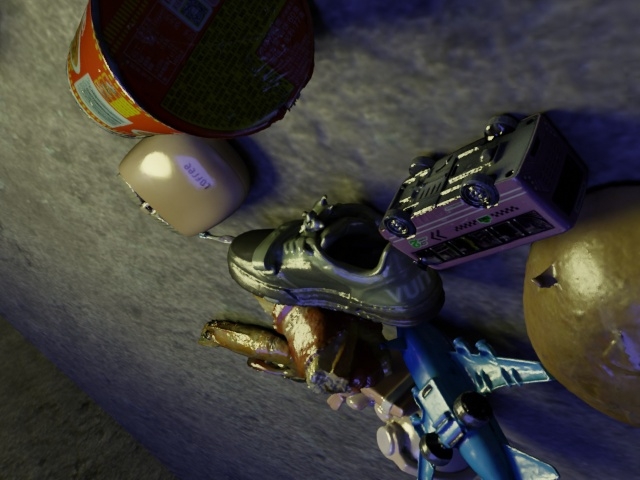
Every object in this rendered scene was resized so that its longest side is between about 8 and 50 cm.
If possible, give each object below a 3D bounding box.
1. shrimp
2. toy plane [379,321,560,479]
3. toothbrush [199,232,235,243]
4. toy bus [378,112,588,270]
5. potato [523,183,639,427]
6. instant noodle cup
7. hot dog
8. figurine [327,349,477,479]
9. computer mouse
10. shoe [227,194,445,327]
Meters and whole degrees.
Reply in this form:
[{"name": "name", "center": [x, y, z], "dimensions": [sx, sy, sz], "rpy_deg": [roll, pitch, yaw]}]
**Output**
[{"name": "shrimp", "center": [-0.108, 0.205, 1.227], "dimensions": [0.253, 0.058, 0.173], "rpy_deg": [5, 147, 38]}, {"name": "toy plane", "center": [0.160, 0.193, 0.801], "dimensions": [0.271, 0.105, 0.254], "rpy_deg": [53, 130, 30]}, {"name": "toothbrush", "center": [-0.135, 0.000, 0.997], "dimensions": [0.132, 0.011, 0.013], "rpy_deg": [11, 163, 35]}, {"name": "toy bus", "center": [0.139, -0.033, 0.602], "dimensions": [0.098, 0.086, 0.178], "rpy_deg": [39, 148, -19]}, {"name": "potato", "center": [0.285, 0.086, 0.610], "dimensions": [0.239, 0.116, 0.299], "rpy_deg": [24, 147, 27]}, {"name": "instant noodle cup", "center": [-0.140, -0.171, 0.616], "dimensions": [0.193, 0.193, 0.212], "rpy_deg": [49, 156, -23]}, {"name": "hot dog", "center": [0.009, 0.103, 0.870], "dimensions": [0.213, 0.146, 0.103], "rpy_deg": [53, 128, 24]}, {"name": "figurine", "center": [0.133, 0.251, 0.941], "dimensions": [0.237, 0.163, 0.141], "rpy_deg": [35, 133, 21]}, {"name": "computer mouse", "center": [-0.185, -0.073, 0.875], "dimensions": [0.145, 0.082, 0.237], "rpy_deg": [47, 147, -20]}, {"name": "shoe", "center": [-0.001, 0.001, 0.780], "dimensions": [0.293, 0.109, 0.149], "rpy_deg": [12, 138, 30]}]
